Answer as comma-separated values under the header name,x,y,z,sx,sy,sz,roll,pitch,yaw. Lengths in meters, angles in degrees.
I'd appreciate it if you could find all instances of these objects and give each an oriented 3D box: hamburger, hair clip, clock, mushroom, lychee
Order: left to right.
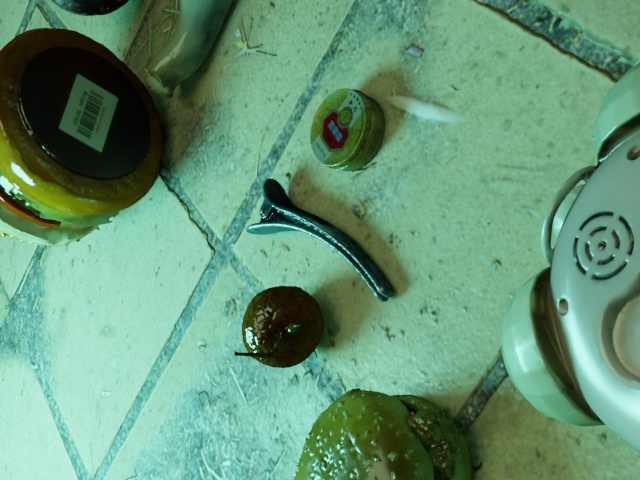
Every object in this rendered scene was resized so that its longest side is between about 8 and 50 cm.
name,x,y,z,sx,sy,sz,roll,pitch,yaw
hamburger,-0.439,-0.162,1.489,0.250,0.330,0.330,-30,60,41
mushroom,-0.199,-0.354,1.437,0.099,0.096,0.278,42,116,46
lychee,-0.050,0.115,1.140,0.140,0.114,0.101,-110,5,-53
hair clip,0.000,0.000,1.165,0.275,0.048,0.083,30,99,46
hamburger,0.059,0.254,0.981,0.189,0.122,0.215,46,112,46
clock,0.319,0.035,0.723,0.326,0.184,0.342,37,102,50

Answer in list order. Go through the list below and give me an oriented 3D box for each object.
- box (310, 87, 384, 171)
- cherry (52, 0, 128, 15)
name,x,y,z,sx,sy,sz,roll,pitch,yaw
box,0.033,-0.141,1.169,0.105,0.037,0.106,-14,70,44
cherry,-0.424,-0.497,1.653,0.195,0.195,0.195,-14,70,45
